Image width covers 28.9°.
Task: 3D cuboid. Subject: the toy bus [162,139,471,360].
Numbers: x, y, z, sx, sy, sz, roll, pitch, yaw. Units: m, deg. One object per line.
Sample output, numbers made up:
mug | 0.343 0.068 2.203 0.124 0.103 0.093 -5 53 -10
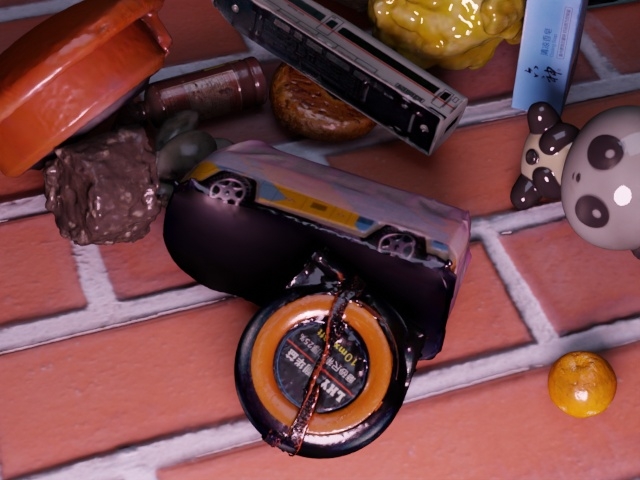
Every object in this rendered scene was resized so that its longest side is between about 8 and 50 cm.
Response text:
toy bus | 0.000 0.000 1.580 0.386 0.171 0.162 19 37 14

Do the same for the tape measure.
tape measure | 0.005 0.144 1.435 0.202 0.135 0.223 38 79 9

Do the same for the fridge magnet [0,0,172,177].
fridge magnet | -0.349 -0.214 1.674 0.155 0.364 0.363 53 55 -11

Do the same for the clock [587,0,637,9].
clock | 0.410 -0.493 2.088 0.262 0.116 0.231 -11 49 -11

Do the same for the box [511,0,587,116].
box | 0.346 -0.316 1.837 0.083 0.232 0.142 13 48 14

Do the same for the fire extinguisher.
fire extinguisher | -0.198 -0.197 1.799 0.252 0.075 0.106 -17 32 -19

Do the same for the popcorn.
popcorn | 0.196 -0.371 1.892 0.250 0.241 0.234 -5 55 10

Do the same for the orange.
orange | 0.314 0.173 1.488 0.083 0.070 0.083 -8 36 6

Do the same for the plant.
plant | -0.231 -0.084 1.659 0.275 0.149 0.146 -25 94 -44

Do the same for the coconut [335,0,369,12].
coconut | 0.048 -0.502 1.998 0.245 0.245 0.247 -31 55 -28

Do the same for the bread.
bread | 0.013 -0.216 1.847 0.193 0.064 0.193 5 50 -6

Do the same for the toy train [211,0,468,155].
toy train | 0.023 -0.275 1.799 0.407 0.086 0.088 35 54 14

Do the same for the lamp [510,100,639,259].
lamp | 0.382 -0.091 1.666 0.244 0.197 0.198 20 47 37
